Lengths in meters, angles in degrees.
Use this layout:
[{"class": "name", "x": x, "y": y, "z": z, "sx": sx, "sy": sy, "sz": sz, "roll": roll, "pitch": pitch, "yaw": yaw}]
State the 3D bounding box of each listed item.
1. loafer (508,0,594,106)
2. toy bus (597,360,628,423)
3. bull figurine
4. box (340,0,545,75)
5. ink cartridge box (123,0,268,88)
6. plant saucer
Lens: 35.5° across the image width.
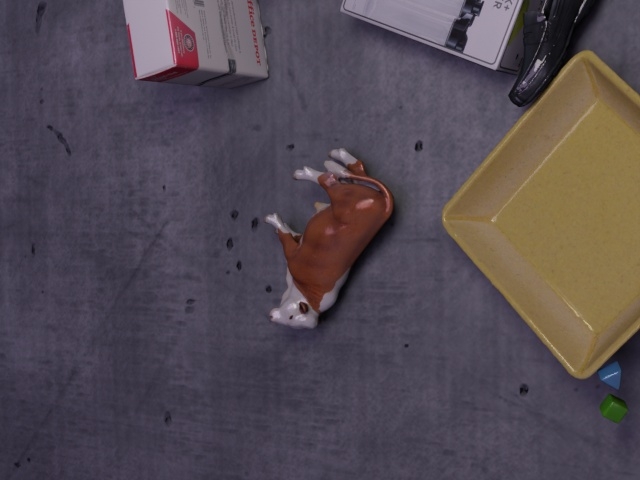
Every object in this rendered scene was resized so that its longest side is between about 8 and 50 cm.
[{"class": "loafer", "x": 0.316, "y": -0.296, "z": 1.412, "sx": 0.078, "sy": 0.076, "sz": 0.223, "roll": 27, "pitch": 91, "yaw": -6}, {"class": "toy bus", "x": 0.482, "y": 0.219, "z": 1.304, "sx": 0.202, "sy": 0.104, "sz": 0.191, "roll": 42, "pitch": 109, "yaw": -9}, {"class": "bull figurine", "x": 0.000, "y": 0.000, "z": 1.642, "sx": 0.188, "sy": 0.101, "sz": 0.310, "roll": 50, "pitch": 116, "yaw": 23}, {"class": "box", "x": 0.189, "y": -0.377, "z": 1.510, "sx": 0.290, "sy": 0.087, "sz": 0.169, "roll": 29, "pitch": 107, "yaw": 28}, {"class": "ink cartridge box", "x": -0.206, "y": -0.353, "z": 1.677, "sx": 0.100, "sy": 0.237, "sz": 0.172, "roll": -11, "pitch": 87, "yaw": 35}, {"class": "plant saucer", "x": 0.380, "y": -0.035, "z": 1.394, "sx": 0.333, "sy": 0.081, "sz": 0.333, "roll": -51, "pitch": 59, "yaw": 24}]
